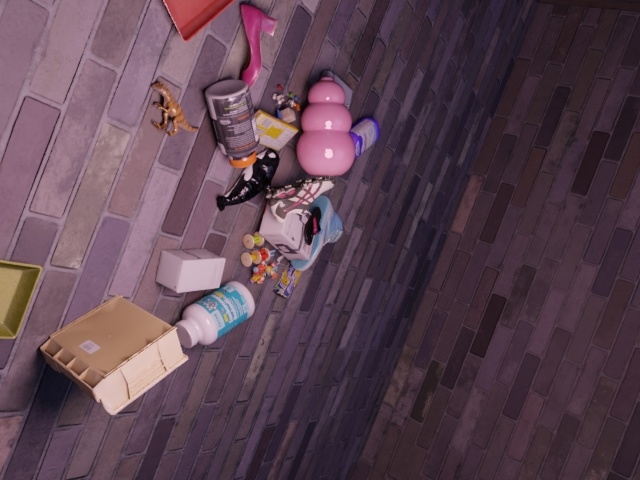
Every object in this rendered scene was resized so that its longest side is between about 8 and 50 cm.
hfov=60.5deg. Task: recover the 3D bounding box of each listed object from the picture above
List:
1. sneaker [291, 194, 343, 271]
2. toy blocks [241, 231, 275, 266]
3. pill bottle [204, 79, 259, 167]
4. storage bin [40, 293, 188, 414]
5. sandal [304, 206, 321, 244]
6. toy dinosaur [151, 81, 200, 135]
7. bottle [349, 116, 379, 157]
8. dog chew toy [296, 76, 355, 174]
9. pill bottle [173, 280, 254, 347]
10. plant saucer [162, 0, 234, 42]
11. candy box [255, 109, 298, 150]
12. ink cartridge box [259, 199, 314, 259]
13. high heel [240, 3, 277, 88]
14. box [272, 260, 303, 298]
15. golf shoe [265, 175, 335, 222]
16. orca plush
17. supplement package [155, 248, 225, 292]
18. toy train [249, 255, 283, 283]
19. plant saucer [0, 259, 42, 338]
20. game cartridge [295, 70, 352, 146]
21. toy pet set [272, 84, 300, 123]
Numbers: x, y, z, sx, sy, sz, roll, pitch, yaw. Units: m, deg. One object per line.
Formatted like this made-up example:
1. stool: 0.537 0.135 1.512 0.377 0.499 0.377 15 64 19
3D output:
1. sneaker: 0.000 0.000 2.209 0.208 0.127 0.319 44 64 -56
2. toy blocks: -0.215 0.023 1.991 0.148 0.054 0.123 -16 121 -52
3. pill bottle: -0.255 -0.342 1.641 0.130 0.130 0.246 -42 140 -35
4. storage bin: -0.547 0.296 1.458 0.260 0.262 0.123 -36 135 -40
5. sandal: -0.019 -0.058 2.045 0.067 0.040 0.179 67 33 -41
6. toy dinosaur: -0.393 -0.334 1.503 0.112 0.064 0.211 -57 147 -20
7. bottle: 0.131 -0.395 2.224 0.283 0.092 0.118 -42 143 -36
8. dog chew toy: 0.020 -0.391 1.893 0.206 0.206 0.332 -5 97 -55
9. pill bottle: -0.356 0.252 1.829 0.264 0.146 0.146 -33 134 -44
10. plant saucer: -0.331 -0.690 1.399 0.258 0.047 0.259 -52 146 -24
11. candy box: -0.168 -0.361 1.812 0.105 0.027 0.206 -39 156 22
12. ink cartridge box: -0.112 -0.049 2.017 0.237 0.100 0.172 47 49 -55
13. high heel: -0.222 -0.568 1.634 0.117 0.082 0.244 16 111 -27
14. box: -0.123 0.146 2.204 0.169 0.054 0.059 -60 147 -12
15. golf shoe: -0.062 -0.151 1.904 0.273 0.105 0.120 -21 104 -29
16. orca plush: -0.215 -0.197 1.813 0.287 0.102 0.151 -39 138 -38
17. supplement package: -0.401 0.090 1.704 0.179 0.105 0.105 -2 111 -57
18. toy train: -0.195 0.115 2.036 0.166 0.046 0.125 -22 157 -53
19. plant saucer: -0.758 0.126 1.245 0.188 0.045 0.188 20 92 -59
20. game cartridge: 0.019 -0.457 2.060 0.198 0.062 0.297 22 90 -62
21. toy pet set: -0.125 -0.447 1.864 0.122 0.065 0.114 14 62 -61
